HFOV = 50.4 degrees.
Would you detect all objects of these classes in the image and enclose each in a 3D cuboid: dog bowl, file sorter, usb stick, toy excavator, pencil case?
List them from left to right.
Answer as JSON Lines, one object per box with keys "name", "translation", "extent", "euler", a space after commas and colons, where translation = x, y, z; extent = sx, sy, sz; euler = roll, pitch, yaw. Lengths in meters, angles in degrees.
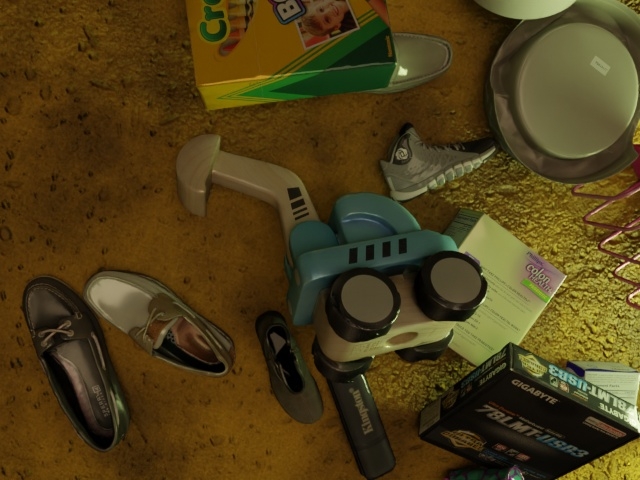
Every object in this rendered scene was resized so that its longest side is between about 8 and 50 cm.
{"name": "toy excavator", "translation": [0.000, 0.000, 1.156], "extent": [0.433, 0.222, 0.444], "euler": [-10, 60, -15]}
{"name": "usb stick", "translation": [0.076, 0.340, 1.336], "extent": [0.077, 0.045, 0.277], "euler": [-21, 100, -6]}
{"name": "pencil case", "translation": [0.328, 0.482, 1.348], "extent": [0.070, 0.152, 0.064], "euler": [23, 58, -39]}
{"name": "dog bowl", "translation": [0.474, -0.282, 1.298], "extent": [0.349, 0.102, 0.348], "euler": [-1, 98, -11]}
{"name": "file sorter", "translation": [0.649, -0.016, 1.315], "extent": [0.182, 0.202, 0.290], "euler": [-32, 102, -3]}

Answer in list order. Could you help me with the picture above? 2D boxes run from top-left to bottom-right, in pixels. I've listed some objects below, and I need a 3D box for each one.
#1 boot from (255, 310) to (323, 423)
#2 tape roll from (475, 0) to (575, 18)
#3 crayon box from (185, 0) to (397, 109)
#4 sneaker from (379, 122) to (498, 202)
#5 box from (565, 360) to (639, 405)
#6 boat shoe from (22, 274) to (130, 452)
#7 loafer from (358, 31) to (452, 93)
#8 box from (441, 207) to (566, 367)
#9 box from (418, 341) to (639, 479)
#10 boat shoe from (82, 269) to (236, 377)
{"name": "boot", "translation": [-0.056, 0.252, 1.242], "extent": [0.084, 0.161, 0.246], "euler": [-24, 101, -6]}
{"name": "tape roll", "translation": [0.365, -0.531, 1.164], "extent": [0.246, 0.169, 0.246], "euler": [-1, 72, 2]}
{"name": "crayon box", "translation": [-0.063, -0.418, 1.117], "extent": [0.313, 0.106, 0.362], "euler": [-8, 79, -5]}
{"name": "sneaker", "translation": [0.215, -0.174, 1.276], "extent": [0.229, 0.086, 0.132], "euler": [-28, 99, -5]}
{"name": "box", "translation": [0.578, 0.326, 1.412], "extent": [0.126, 0.072, 0.137], "euler": [4, 97, -10]}
{"name": "boat shoe", "translation": [-0.429, 0.219, 1.203], "extent": [0.112, 0.095, 0.335], "euler": [-23, 101, -6]}
{"name": "loafer", "translation": [0.091, -0.316, 1.219], "extent": [0.320, 0.111, 0.111], "euler": [-11, 99, -9]}
{"name": "box", "translation": [0.301, 0.098, 1.309], "extent": [0.214, 0.117, 0.243], "euler": [35, 91, -12]}
{"name": "box", "translation": [0.388, 0.346, 1.295], "extent": [0.296, 0.073, 0.293], "euler": [27, 134, -12]}
{"name": "boat shoe", "translation": [-0.283, 0.148, 1.216], "extent": [0.302, 0.103, 0.113], "euler": [30, 91, -12]}
